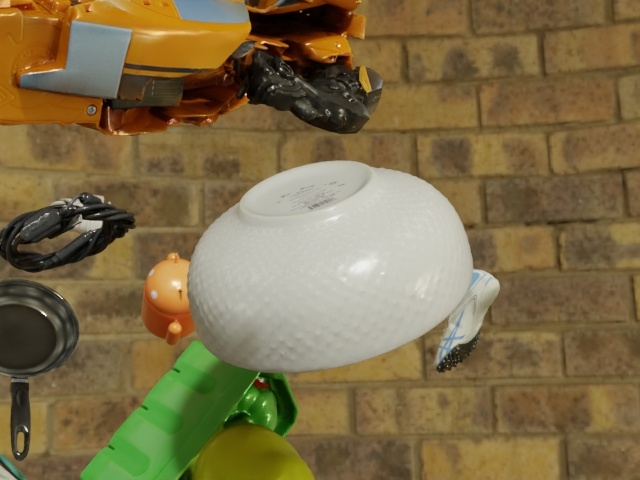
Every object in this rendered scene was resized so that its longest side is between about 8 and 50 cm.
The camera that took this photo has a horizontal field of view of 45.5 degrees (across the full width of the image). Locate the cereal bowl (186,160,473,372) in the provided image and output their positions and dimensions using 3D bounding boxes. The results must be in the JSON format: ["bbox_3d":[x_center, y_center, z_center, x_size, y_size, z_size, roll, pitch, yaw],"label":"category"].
[{"bbox_3d":[0.000,0.000,0.894,0.339,0.141,0.339,-12,24,5],"label":"cereal bowl"}]

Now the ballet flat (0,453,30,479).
[{"bbox_3d":[-0.578,0.374,1.254,0.139,0.400,0.139,-27,19,10],"label":"ballet flat"}]

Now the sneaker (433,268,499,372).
[{"bbox_3d":[0.297,0.170,1.613,0.085,0.237,0.086,11,17,-47],"label":"sneaker"}]

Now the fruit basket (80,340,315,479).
[{"bbox_3d":[-0.143,0.372,1.214,0.392,0.392,0.283,-3,-38,8],"label":"fruit basket"}]

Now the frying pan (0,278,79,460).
[{"bbox_3d":[-0.482,0.203,1.287,0.197,0.326,0.053,-14,-28,-43],"label":"frying pan"}]

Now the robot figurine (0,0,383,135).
[{"bbox_3d":[-0.092,-0.120,0.416,0.211,0.085,0.291,33,30,32],"label":"robot figurine"}]

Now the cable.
[{"bbox_3d":[-0.337,-0.009,1.013,0.184,0.047,0.150,-29,-16,25],"label":"cable"}]

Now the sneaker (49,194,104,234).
[{"bbox_3d":[-0.543,-0.066,1.696,0.115,0.090,0.232,16,2,-22],"label":"sneaker"}]

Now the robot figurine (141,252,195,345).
[{"bbox_3d":[-0.301,0.119,1.567,0.128,0.158,0.219,33,-37,6],"label":"robot figurine"}]
